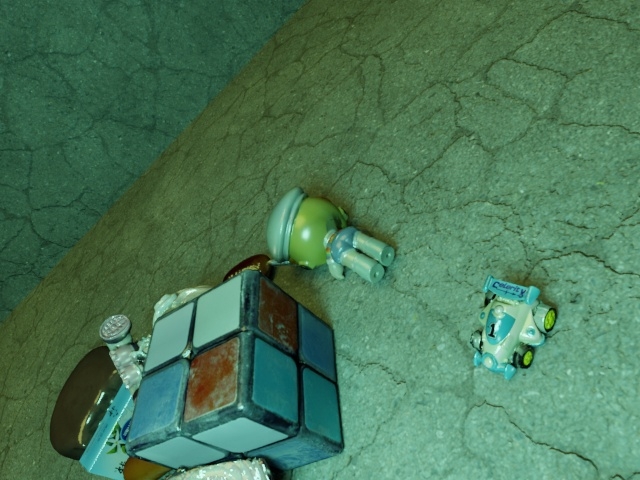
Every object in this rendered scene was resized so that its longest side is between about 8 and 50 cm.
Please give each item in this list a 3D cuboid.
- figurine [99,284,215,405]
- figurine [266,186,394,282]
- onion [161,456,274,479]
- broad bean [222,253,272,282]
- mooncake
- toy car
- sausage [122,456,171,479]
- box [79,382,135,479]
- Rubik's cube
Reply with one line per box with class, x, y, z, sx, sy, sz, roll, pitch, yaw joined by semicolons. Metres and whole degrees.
figurine;-0.386;0.254;1.274;0.361;0.253;0.211;-27;13;-14
figurine;0.017;-0.027;1.210;0.382;0.205;0.224;7;70;39
onion;-0.184;0.551;0.902;0.250;0.111;0.247;-12;73;8
broad bean;-0.216;0.105;1.419;0.165;0.084;0.114;-25;59;19
mooncake;-0.662;0.492;1.452;0.334;0.174;0.326;-23;47;26
toy car;0.320;0.148;0.832;0.126;0.098;0.161;18;70;52
sausage;-0.404;0.548;1.201;0.300;0.083;0.089;-40;39;25
box;-0.531;0.532;1.310;0.083;0.142;0.232;2;59;45
Rubik's cube;-0.166;0.304;1.004;0.313;0.318;0.316;-28;43;23
